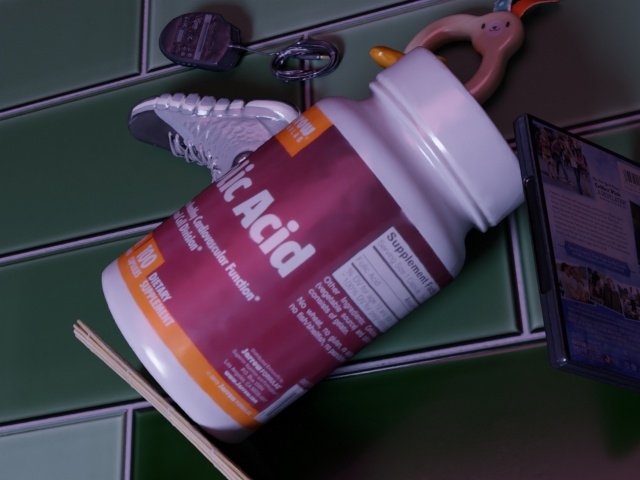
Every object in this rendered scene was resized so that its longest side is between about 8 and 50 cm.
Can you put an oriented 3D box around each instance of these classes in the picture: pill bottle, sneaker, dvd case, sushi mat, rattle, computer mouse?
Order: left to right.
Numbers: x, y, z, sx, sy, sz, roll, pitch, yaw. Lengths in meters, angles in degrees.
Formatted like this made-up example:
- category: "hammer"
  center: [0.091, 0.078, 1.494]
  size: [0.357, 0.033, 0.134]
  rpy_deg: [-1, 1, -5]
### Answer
- category: "sushi mat"
  center: [-0.123, 0.194, 1.186]
  size: [0.316, 0.151, 0.019]
  rpy_deg: [36, 79, 33]
- category: "sneaker"
  center: [-0.133, -0.096, 1.380]
  size: [0.229, 0.086, 0.132]
  rpy_deg: [2, 68, 23]
- category: "computer mouse"
  center: [-0.088, -0.231, 1.462]
  size: [0.242, 0.041, 0.071]
  rpy_deg: [14, 79, 21]
- category: "pill bottle"
  center: [0.000, 0.000, 1.188]
  size: [0.392, 0.224, 0.224]
  rpy_deg: [-38, 56, 1]
- category: "rattle"
  center: [0.155, -0.237, 1.299]
  size: [0.200, 0.143, 0.130]
  rpy_deg: [-38, 37, 9]
- category: "dvd case"
  center: [0.261, 0.016, 1.106]
  size: [0.022, 0.180, 0.253]
  rpy_deg: [-33, 50, 43]
